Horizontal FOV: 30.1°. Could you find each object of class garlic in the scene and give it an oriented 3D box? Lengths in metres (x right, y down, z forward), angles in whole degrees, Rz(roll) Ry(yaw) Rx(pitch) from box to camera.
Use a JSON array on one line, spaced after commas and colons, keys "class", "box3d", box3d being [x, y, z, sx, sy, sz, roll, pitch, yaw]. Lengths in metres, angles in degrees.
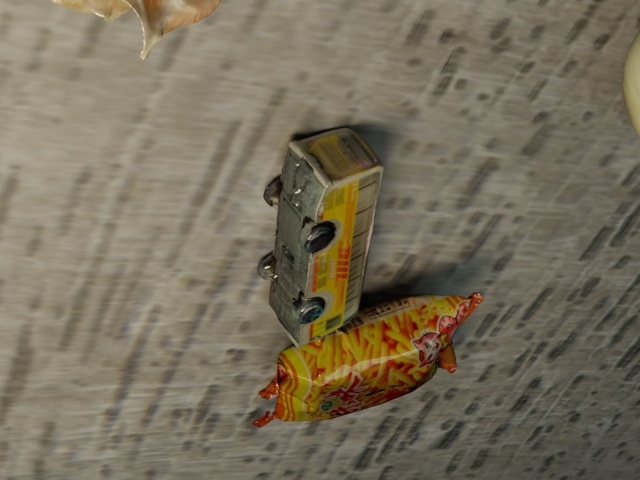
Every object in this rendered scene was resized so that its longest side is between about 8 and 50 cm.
[{"class": "garlic", "box3d": [-0.157, -0.223, 0.940, 0.175, 0.099, 0.124, 13, 113, -39]}]

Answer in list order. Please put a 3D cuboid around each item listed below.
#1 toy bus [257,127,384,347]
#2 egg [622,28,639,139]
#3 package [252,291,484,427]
[{"class": "toy bus", "box3d": [0.000, 0.000, 1.301, 0.106, 0.092, 0.268, -21, 143, -24]}, {"class": "egg", "box3d": [0.481, -0.168, 1.228, 0.345, 0.283, 0.283, -10, 140, -14]}, {"class": "package", "box3d": [0.050, 0.147, 1.478, 0.288, 0.108, 0.223, -14, 155, -12]}]
